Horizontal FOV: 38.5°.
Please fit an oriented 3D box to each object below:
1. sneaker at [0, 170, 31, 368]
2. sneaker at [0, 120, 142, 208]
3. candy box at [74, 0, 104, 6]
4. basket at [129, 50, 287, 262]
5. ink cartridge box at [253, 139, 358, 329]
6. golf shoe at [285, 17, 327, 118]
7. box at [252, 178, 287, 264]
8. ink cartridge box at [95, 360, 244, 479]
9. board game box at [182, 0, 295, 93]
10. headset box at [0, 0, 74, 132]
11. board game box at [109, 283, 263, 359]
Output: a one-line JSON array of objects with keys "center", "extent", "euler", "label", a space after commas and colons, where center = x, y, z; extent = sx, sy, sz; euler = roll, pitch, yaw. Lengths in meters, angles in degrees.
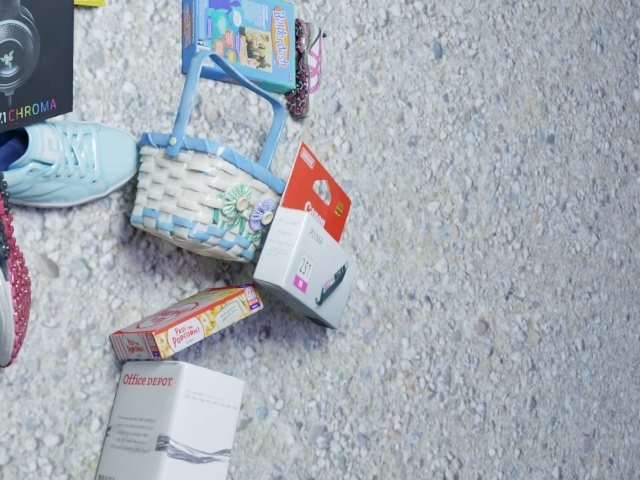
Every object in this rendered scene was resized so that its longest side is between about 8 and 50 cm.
[{"center": [-0.459, 0.036, 1.229], "extent": [0.112, 0.121, 0.299], "euler": [-6, 117, -5], "label": "sneaker"}, {"center": [-0.399, -0.114, 1.296], "extent": [0.365, 0.150, 0.135], "euler": [-10, 91, -39], "label": "sneaker"}, {"center": [-0.380, -0.402, 1.349], "extent": [0.206, 0.027, 0.105], "euler": [-27, 134, -65], "label": "candy box"}, {"center": [-0.156, -0.121, 1.440], "extent": [0.254, 0.201, 0.289], "euler": [25, 75, -58], "label": "basket"}, {"center": [0.000, 0.000, 1.523], "extent": [0.275, 0.060, 0.239], "euler": [45, 62, -63], "label": "ink cartridge box"}, {"center": [-0.017, -0.311, 1.680], "extent": [0.086, 0.067, 0.186], "euler": [9, 78, -39], "label": "golf shoe"}, {"center": [-0.068, -0.016, 1.595], "extent": [0.137, 0.072, 0.126], "euler": [37, 62, -28], "label": "box"}, {"center": [-0.230, 0.321, 1.338], "extent": [0.114, 0.198, 0.273], "euler": [22, 71, -35], "label": "ink cartridge box"}, {"center": [-0.140, -0.354, 1.601], "extent": [0.210, 0.047, 0.160], "euler": [6, 80, -37], "label": "board game box"}, {"center": [-0.436, -0.286, 1.143], "extent": [0.246, 0.131, 0.283], "euler": [-31, 136, -54], "label": "headset box"}, {"center": [-0.207, 0.126, 1.417], "extent": [0.193, 0.146, 0.045], "euler": [-26, 100, -38], "label": "board game box"}]
